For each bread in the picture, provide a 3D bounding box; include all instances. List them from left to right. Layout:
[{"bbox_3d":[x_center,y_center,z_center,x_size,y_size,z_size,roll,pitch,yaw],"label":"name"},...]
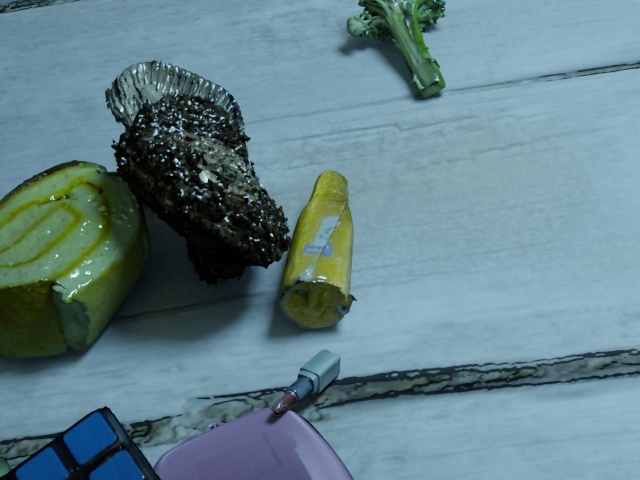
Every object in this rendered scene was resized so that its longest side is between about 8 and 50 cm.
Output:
[{"bbox_3d":[-0.291,0.020,1.716,0.186,0.124,0.257,22,51,24],"label":"bread"}]

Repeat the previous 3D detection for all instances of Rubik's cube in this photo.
[{"bbox_3d":[-0.193,0.275,1.327,0.162,0.163,0.160,-34,51,-11],"label":"Rubik's cube"}]

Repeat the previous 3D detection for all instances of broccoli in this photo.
[{"bbox_3d":[0.116,-0.268,1.956,0.122,0.118,0.204,4,53,-27],"label":"broccoli"}]

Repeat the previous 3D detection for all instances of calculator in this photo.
[{"bbox_3d":[-0.055,0.265,1.447,0.194,0.043,0.294,-23,42,-11],"label":"calculator"}]

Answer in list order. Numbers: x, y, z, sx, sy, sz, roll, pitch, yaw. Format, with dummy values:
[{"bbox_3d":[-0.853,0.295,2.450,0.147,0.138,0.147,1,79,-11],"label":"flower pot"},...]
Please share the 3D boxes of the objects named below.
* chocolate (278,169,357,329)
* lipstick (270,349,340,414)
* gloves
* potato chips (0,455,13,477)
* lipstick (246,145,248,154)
[{"bbox_3d":[0.000,0.000,1.700,0.086,0.085,0.219,-4,40,9],"label":"chocolate"},{"bbox_3d":[-0.018,0.150,1.555,0.025,0.025,0.107,18,35,27],"label":"lipstick"},{"bbox_3d":[-0.137,-0.071,1.698,0.135,0.210,0.312,-37,35,11],"label":"gloves"},{"bbox_3d":[-0.469,0.341,1.451,0.429,0.070,0.358,-31,48,-18],"label":"potato chips"},{"bbox_3d":[-0.184,-0.089,1.856,0.186,0.057,0.063,-29,72,-10],"label":"lipstick"}]
